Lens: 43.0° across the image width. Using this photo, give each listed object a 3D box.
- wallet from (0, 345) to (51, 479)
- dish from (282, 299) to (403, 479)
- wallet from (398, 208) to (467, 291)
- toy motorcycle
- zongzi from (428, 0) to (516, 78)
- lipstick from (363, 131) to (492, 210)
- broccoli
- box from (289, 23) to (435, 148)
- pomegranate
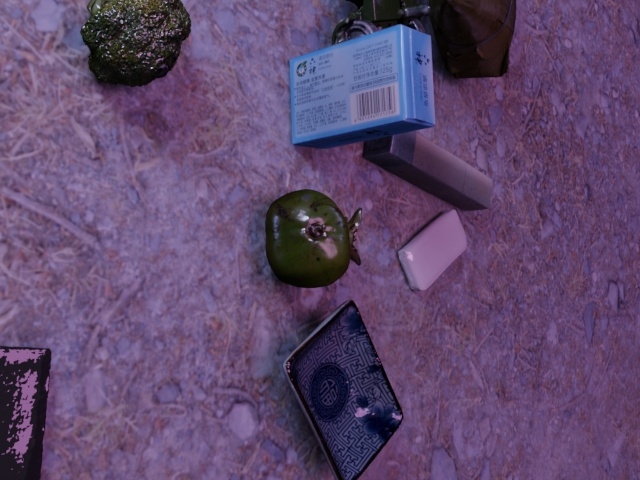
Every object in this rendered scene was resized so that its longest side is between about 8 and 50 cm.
[{"bbox_3d":[-0.371,0.239,0.909,0.124,0.025,0.244,10,80,-45],"label":"wallet"},{"bbox_3d":[0.019,0.238,1.273,0.182,0.080,0.243,-40,116,-40],"label":"dish"},{"bbox_3d":[0.216,0.016,1.535,0.190,0.033,0.095,-37,113,-41],"label":"wallet"},{"bbox_3d":[0.090,-0.409,1.397,0.205,0.127,0.275,-20,107,-44],"label":"toy motorcycle"},{"bbox_3d":[0.262,-0.500,1.491,0.360,0.160,0.322,20,65,-66],"label":"zongzi"},{"bbox_3d":[0.209,-0.134,1.520,0.317,0.066,0.068,22,70,-43],"label":"lipstick"},{"bbox_3d":[-0.232,-0.269,1.044,0.162,0.146,0.138,-29,73,-26],"label":"broccoli"},{"bbox_3d":[0.060,-0.231,1.257,0.083,0.232,0.142,1,84,-46],"label":"box"},{"bbox_3d":[0.000,0.000,1.248,0.191,0.131,0.152,8,76,-53],"label":"pomegranate"}]
